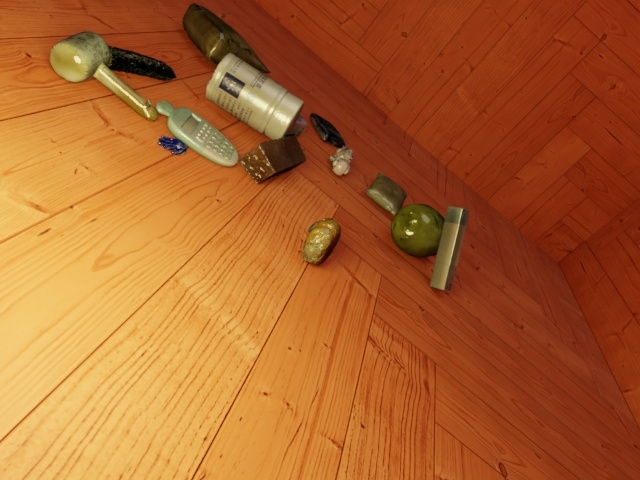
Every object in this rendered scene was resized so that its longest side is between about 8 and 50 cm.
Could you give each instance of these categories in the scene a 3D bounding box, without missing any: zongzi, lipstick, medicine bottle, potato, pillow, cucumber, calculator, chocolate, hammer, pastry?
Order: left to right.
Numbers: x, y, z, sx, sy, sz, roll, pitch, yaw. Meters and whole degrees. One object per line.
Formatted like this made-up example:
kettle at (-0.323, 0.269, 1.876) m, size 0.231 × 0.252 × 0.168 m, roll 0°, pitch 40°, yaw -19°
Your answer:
hammer at (-0.588, -0.447, 1.409) m, size 0.305 × 0.113 × 0.202 m, roll 41°, pitch 28°, yaw -22°
cucumber at (-0.583, -0.566, 1.616) m, size 0.072 × 0.072 × 0.300 m, roll 49°, pitch 25°, yaw 15°
calculator at (-0.383, -0.333, 1.563) m, size 0.295 × 0.042 × 0.184 m, roll 36°, pitch 27°, yaw -18°
zongzi at (-0.411, -0.881, 2.220) m, size 0.360 × 0.160 × 0.323 m, roll 2°, pitch 47°, yaw -52°
medicine bottle at (-0.238, -0.519, 1.845) m, size 0.332 × 0.190 × 0.190 m, roll 31°, pitch 27°, yaw -9°
chocolate at (-0.151, -0.284, 1.724) m, size 0.112 × 0.111 × 0.321 m, roll 57°, pitch 24°, yaw -5°
medicine bottle at (-0.155, -0.492, 2.053) m, size 0.119 × 0.094 × 0.188 m, roll 51°, pitch 27°, yaw 17°
pastry at (0.005, 0.002, 1.465) m, size 0.081 × 0.153 × 0.153 m, roll 40°, pitch 25°, yaw 16°
calculator at (0.034, -0.542, 2.462) m, size 0.177 × 0.040 × 0.268 m, roll 23°, pitch 27°, yaw -38°
pillow at (0.306, -0.216, 2.287) m, size 0.184 × 0.075 × 0.302 m, roll 39°, pitch 29°, yaw -1°
potato at (0.408, -0.037, 2.006) m, size 0.304 × 0.216 × 0.216 m, roll 14°, pitch 37°, yaw -40°
lipstick at (0.497, 0.032, 1.922) m, size 0.068 × 0.318 × 0.066 m, roll 15°, pitch 3°, yaw 41°

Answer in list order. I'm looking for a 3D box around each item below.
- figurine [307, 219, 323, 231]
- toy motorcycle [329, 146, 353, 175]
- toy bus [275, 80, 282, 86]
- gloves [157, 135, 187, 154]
figurine at (0.007, -0.020, 1.598) m, size 0.094 × 0.082 × 0.086 m, roll -23°, pitch 82°, yaw -35°
toy motorcycle at (0.103, -0.359, 2.190) m, size 0.112 × 0.112 × 0.254 m, roll 36°, pitch 25°, yaw -11°
toy bus at (-0.217, -0.733, 2.401) m, size 0.046 × 0.038 × 0.083 m, roll 43°, pitch 26°, yaw -5°
gloves at (-0.423, -0.270, 1.428) m, size 0.086 × 0.026 × 0.064 m, roll 18°, pitch 37°, yaw -40°
